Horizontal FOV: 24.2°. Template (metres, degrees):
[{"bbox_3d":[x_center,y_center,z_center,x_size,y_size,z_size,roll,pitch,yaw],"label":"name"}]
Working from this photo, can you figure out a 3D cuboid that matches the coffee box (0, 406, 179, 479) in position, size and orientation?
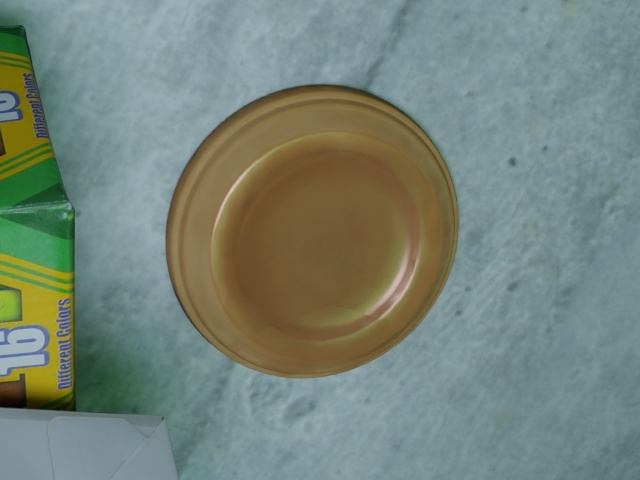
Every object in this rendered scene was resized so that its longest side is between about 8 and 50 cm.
[{"bbox_3d":[-0.209,0.211,0.810,0.168,0.118,0.297,8,141,-33],"label":"coffee box"}]

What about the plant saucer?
[{"bbox_3d":[0.000,0.000,0.974,0.200,0.037,0.200,-5,108,-16],"label":"plant saucer"}]

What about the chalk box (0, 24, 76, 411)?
[{"bbox_3d":[-0.285,0.014,0.787,0.289,0.179,0.180,-8,130,-16],"label":"chalk box"}]
